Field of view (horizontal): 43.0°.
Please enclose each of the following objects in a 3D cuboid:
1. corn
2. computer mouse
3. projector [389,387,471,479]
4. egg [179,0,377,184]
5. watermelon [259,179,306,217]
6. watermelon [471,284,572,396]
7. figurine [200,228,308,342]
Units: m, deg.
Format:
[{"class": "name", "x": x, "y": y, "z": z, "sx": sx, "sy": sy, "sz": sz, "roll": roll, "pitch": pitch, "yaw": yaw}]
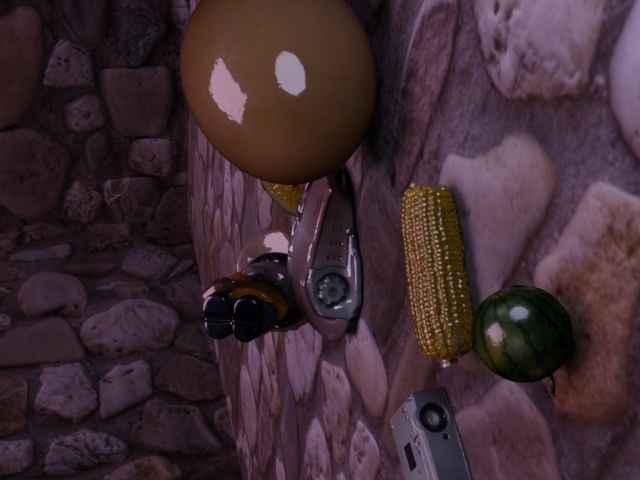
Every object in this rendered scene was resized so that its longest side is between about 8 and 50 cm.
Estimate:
[{"class": "corn", "x": 0.147, "y": 0.041, "z": 1.026, "sx": 0.080, "sy": 0.080, "sz": 0.238, "roll": 143, "pitch": 123, "yaw": -72}, {"class": "computer mouse", "x": -0.006, "y": 0.002, "z": 1.505, "sx": 0.199, "sy": 0.115, "sz": 0.388, "roll": -164, "pitch": 69, "yaw": -70}, {"class": "projector", "x": 0.150, "y": 0.296, "z": 1.134, "sx": 0.115, "sy": 0.061, "sz": 0.147, "roll": 112, "pitch": 148, "yaw": -56}, {"class": "egg", "x": -0.062, "y": -0.256, "z": 1.263, "sx": 0.301, "sy": 0.301, "sz": 0.373, "roll": 101, "pitch": 149, "yaw": -45}, {"class": "watermelon", "x": -0.068, "y": -0.192, "z": 1.709, "sx": 0.129, "sy": 0.123, "sz": 0.301, "roll": 35, "pitch": 134, "yaw": 43}, {"class": "watermelon", "x": 0.203, "y": 0.095, "z": 0.810, "sx": 0.109, "sy": 0.109, "sz": 0.108, "roll": 175, "pitch": 90, "yaw": -75}, {"class": "figurine", "x": -0.115, "y": 0.127, "z": 1.619, "sx": 0.332, "sy": 0.185, "sz": 0.204, "roll": -55, "pitch": -34, "yaw": -58}]
